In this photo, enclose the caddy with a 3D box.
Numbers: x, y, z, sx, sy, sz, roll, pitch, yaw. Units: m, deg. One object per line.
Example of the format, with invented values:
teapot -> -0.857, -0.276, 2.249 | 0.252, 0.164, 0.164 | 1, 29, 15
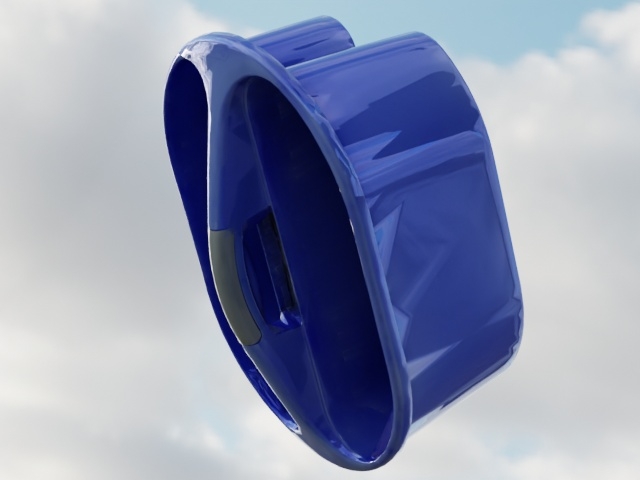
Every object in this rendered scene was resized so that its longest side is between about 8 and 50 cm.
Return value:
caddy -> 0.000, 0.000, 1.287 | 0.241, 0.179, 0.341 | 19, -50, 53
